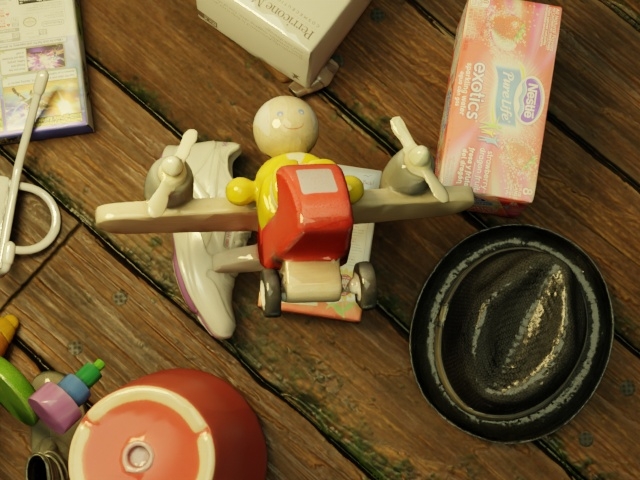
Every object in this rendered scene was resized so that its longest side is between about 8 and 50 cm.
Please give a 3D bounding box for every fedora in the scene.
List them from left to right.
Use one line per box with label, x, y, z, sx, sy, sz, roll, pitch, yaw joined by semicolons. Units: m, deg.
fedora;0.288;0.130;1.643;0.334;0.152;0.333;0;83;0

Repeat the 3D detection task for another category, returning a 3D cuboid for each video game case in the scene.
video game case;-0.500;-0.271;1.748;0.270;0.061;0.244;-8;82;-1

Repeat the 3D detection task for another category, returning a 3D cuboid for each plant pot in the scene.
plant pot;-0.221;0.304;1.564;0.275;0.243;0.274;-1;78;5

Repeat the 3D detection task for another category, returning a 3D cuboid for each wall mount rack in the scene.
wall mount rack;-0.536;-0.112;1.642;0.350;0.130;0.304;11;76;-21

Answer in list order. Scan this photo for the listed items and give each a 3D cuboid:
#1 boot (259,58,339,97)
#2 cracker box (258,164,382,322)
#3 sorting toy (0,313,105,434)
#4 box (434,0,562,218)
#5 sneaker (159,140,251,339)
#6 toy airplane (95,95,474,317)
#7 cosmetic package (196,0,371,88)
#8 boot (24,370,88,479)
boot;-0.033;-0.280;1.761;0.087;0.042;0.118;-42;85;-11
cracker box;0.000;0.000;1.705;0.156;0.067;0.232;9;83;1
sorting toy;-0.418;0.170;1.596;0.126;0.366;0.127;-45;124;-29
box;0.259;-0.198;1.688;0.142;0.154;0.299;10;81;2
sneaker;-0.149;-0.008;1.682;0.152;0.114;0.305;-11;82;0
toy airplane;-0.038;-0.053;1.492;0.385;0.386;0.272;-2;94;35
cosmetic package;0.003;-0.452;1.705;0.217;0.156;0.385;32;75;4
boot;-0.383;0.306;1.617;0.084;0.161;0.246;-8;82;-1
